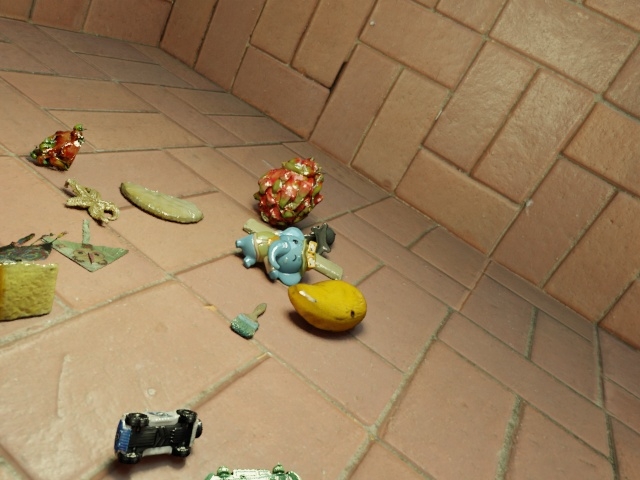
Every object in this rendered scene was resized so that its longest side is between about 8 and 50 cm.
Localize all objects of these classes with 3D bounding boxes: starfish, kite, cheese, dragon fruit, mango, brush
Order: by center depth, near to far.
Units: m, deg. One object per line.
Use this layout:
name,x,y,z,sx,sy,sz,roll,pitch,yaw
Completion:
kite,-0.668,0.009,1.247,0.153,0.015,0.285,-2,13,-8
kite,-0.623,0.007,1.447,0.230,0.012,0.250,14,25,-34
brush,-0.185,0.210,1.502,0.070,0.021,0.196,32,22,5
starfish,-0.671,-0.115,1.599,0.150,0.053,0.209,-3,39,-45
mango,0.022,0.198,1.645,0.295,0.120,0.177,4,40,-43
dragon fruit,-0.810,-0.289,1.705,0.175,0.138,0.142,-14,68,-43
cheese,-0.096,0.033,1.972,0.401,0.034,0.085,29,22,2
dragon fruit,-0.112,-0.187,2.091,0.231,0.303,0.237,57,20,1

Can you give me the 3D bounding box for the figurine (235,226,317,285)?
figurine,-0.139,0.052,1.772,0.262,0.153,0.179,-3,44,-24

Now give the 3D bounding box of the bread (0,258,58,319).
bread,-0.673,0.095,1.082,0.266,0.178,0.141,-5,71,-49

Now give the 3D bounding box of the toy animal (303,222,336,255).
toy animal,-0.002,0.000,2.127,0.117,0.120,0.210,-14,-1,10

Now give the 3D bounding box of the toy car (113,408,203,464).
toy car,-0.292,0.349,0.989,0.071,0.080,0.171,7,-5,43

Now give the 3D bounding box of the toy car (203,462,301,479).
toy car,-0.120,0.462,0.984,0.186,0.058,0.093,7,29,-18

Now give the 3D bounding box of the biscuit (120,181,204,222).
biscuit,-0.520,-0.115,1.791,0.290,0.038,0.141,20,24,-20
